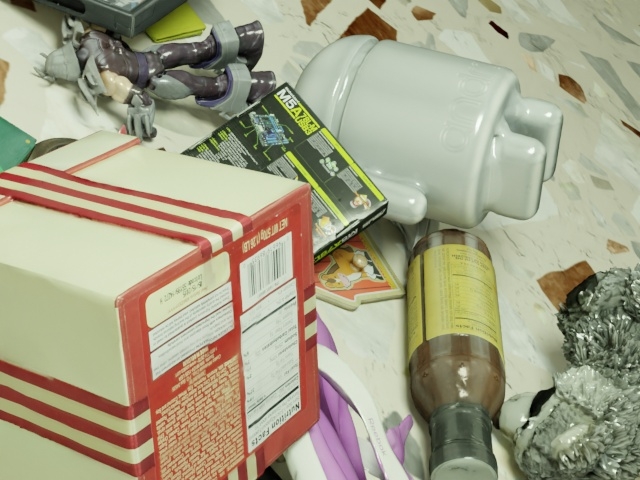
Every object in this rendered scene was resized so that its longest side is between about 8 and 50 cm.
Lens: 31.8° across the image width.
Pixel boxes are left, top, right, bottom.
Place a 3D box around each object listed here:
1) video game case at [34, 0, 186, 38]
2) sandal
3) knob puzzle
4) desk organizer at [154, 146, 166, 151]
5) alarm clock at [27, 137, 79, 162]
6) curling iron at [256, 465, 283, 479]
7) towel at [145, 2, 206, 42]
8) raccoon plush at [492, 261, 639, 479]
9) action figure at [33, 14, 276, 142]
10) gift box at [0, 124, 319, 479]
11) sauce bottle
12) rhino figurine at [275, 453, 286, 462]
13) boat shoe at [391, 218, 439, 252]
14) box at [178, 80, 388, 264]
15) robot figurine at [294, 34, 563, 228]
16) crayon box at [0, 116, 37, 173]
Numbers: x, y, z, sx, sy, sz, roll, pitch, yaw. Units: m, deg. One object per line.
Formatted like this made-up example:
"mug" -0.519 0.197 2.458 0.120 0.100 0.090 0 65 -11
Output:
"video game case" -0.269 -0.353 1.394 0.248 0.035 0.275 23 38 12
"sandal" 0.027 0.165 1.017 0.169 0.102 0.416 56 8 -37
"knob puzzle" 0.000 0.000 1.340 0.213 0.030 0.213 24 38 -20
"desk organizer" -0.157 -0.029 1.150 0.130 0.047 0.050 65 15 -46
"alarm clock" -0.256 -0.038 1.124 0.129 0.064 0.192 42 38 4
"curling iron" -0.004 0.269 1.031 0.274 0.035 0.068 44 31 5
"towel" -0.260 -0.356 1.513 0.237 0.021 0.102 50 41 13
"raccoon plush" 0.417 0.172 1.238 0.216 0.446 0.299 63 27 -25
"action figure" -0.196 -0.197 1.327 0.284 0.099 0.185 -3 58 -27
"gift box" -0.161 0.044 0.866 0.258 0.277 0.255 13 24 31
"sauce bottle" 0.151 0.133 1.264 0.111 0.111 0.344 27 38 -17
"rhino figurine" -0.049 0.270 0.940 0.073 0.106 0.243 63 4 -57
"boat shoe" 0.116 -0.041 1.468 0.063 0.066 0.184 14 42 -11
"box" -0.053 -0.056 1.250 0.184 0.045 0.191 -36 74 -15
"robot figurine" 0.111 -0.136 1.376 0.353 0.200 0.300 16 45 17
"crayon box" -0.382 -0.028 0.945 0.165 0.081 0.278 32 43 -9
